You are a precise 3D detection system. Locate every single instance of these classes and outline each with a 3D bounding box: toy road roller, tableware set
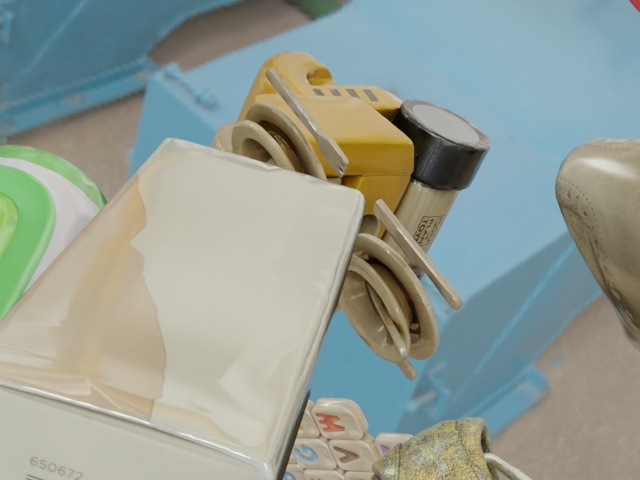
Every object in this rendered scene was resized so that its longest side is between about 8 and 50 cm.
[{"bbox_3d":[-0.027,-0.064,1.284,0.329,0.202,0.240,-6,39,-48],"label":"toy road roller"},{"bbox_3d":[0.000,0.000,0.833,0.039,0.128,0.194,-31,73,-22],"label":"tableware set"}]

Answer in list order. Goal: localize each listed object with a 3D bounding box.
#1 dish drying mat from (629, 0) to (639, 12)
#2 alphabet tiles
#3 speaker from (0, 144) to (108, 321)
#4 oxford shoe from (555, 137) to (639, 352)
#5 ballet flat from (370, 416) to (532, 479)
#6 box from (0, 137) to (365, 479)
[{"bbox_3d":[0.271,-0.181,1.065,0.083,0.032,0.008,33,31,-40],"label":"dish drying mat"},{"bbox_3d":[0.040,0.323,1.814,0.278,0.284,0.021,-3,34,37],"label":"alphabet tiles"},{"bbox_3d":[-0.207,0.074,0.743,0.131,0.131,0.296,18,39,-2],"label":"speaker"},{"bbox_3d":[0.223,0.042,0.637,0.130,0.348,0.123,29,80,42],"label":"oxford shoe"},{"bbox_3d":[0.163,0.262,0.887,0.123,0.123,0.348,-18,61,-35],"label":"ballet flat"},{"bbox_3d":[-0.068,0.070,0.634,0.121,0.148,0.311,17,20,2],"label":"box"}]
